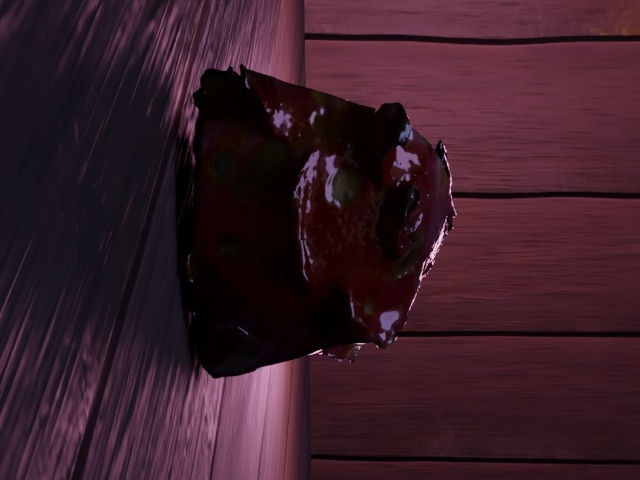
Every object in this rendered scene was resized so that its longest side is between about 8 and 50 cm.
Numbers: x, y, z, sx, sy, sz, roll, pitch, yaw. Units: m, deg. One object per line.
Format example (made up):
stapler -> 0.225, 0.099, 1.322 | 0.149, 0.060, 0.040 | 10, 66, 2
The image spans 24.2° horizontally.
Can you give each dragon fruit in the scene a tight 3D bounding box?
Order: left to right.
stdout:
dragon fruit -> 0.005, 0.010, 0.883 | 0.274, 0.161, 0.126 | 91, -2, -65
